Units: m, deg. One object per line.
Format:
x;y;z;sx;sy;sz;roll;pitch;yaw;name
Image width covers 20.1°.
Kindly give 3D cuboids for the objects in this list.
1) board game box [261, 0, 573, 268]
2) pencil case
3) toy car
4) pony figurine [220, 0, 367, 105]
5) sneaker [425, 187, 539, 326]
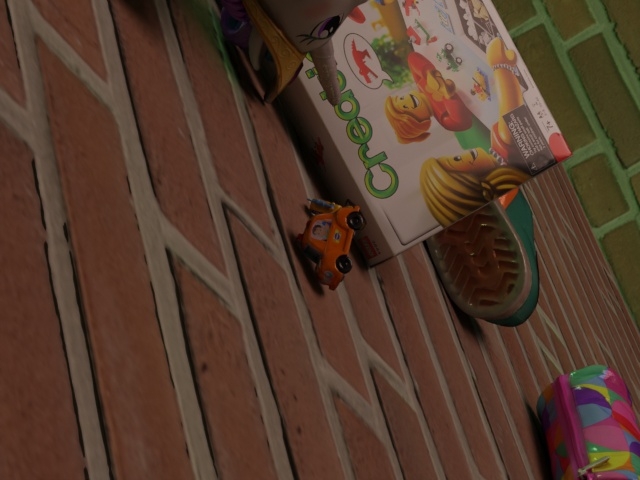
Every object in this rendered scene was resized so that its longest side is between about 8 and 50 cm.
0.049;-0.156;1.427;0.305;0.193;0.053;61;-27;-1;board game box
0.261;0.206;1.700;0.104;0.104;0.236;58;12;-19;pencil case
0.000;0.000;1.261;0.040;0.060;0.122;16;1;-6;toy car
-0.009;-0.273;1.203;0.351;0.363;0.303;36;31;-29;pony figurine
0.135;-0.055;1.749;0.121;0.108;0.302;33;39;-67;sneaker
